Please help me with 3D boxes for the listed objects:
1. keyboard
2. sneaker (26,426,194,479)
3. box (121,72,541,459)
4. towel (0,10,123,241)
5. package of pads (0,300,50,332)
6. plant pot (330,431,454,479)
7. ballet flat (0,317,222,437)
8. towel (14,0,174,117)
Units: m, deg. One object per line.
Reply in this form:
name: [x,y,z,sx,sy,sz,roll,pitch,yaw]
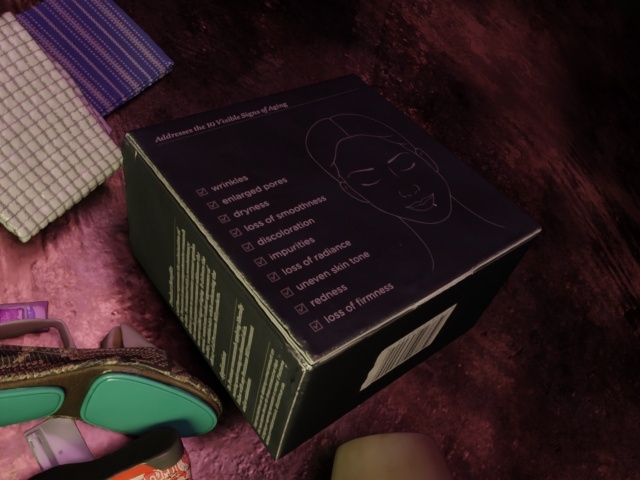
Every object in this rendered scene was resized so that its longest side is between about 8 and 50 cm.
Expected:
keyboard: [-0.375,0.397,0.898,0.072,0.014,0.256,-27,89,-38]
sneaker: [-0.324,0.400,0.862,0.270,0.090,0.145,-19,115,-16]
box: [0.000,0.000,0.957,0.479,0.297,0.472,-24,59,-32]
towel: [-0.484,-0.172,0.903,0.235,0.121,0.284,-50,120,-26]
package of pads: [-0.480,0.125,0.913,0.083,0.032,0.050,-2,73,-29]
plant pot: [0.135,0.501,0.995,0.323,0.323,0.281,13,53,-25]
ballet flat: [-0.378,0.198,0.868,0.482,0.164,0.182,13,37,-35]
towel: [-0.472,-0.329,1.067,0.243,0.040,0.336,45,57,-7]
